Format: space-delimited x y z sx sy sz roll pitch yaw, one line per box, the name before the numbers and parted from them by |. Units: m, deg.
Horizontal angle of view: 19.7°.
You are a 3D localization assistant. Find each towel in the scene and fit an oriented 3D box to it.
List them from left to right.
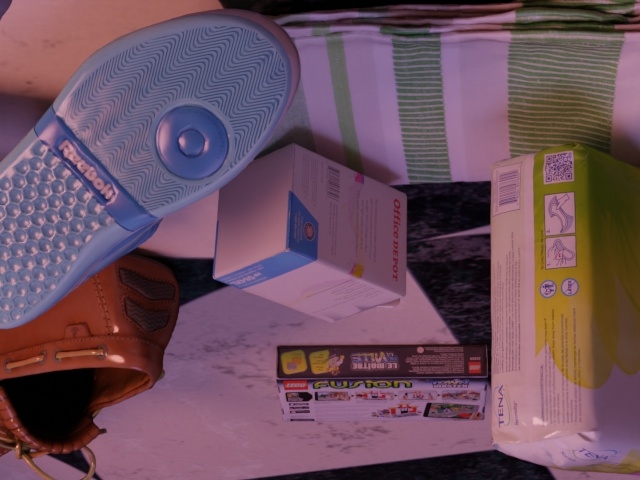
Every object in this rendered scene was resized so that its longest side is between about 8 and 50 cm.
towel | 0.101 -0.100 1.370 0.324 0.038 0.248 -3 153 6

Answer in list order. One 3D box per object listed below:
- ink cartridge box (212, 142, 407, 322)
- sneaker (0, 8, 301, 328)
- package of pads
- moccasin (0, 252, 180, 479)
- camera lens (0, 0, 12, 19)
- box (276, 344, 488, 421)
ink cartridge box | 0.000 0.000 1.441 0.143 0.092 0.090 24 148 -38
sneaker | -0.124 -0.075 1.326 0.319 0.208 0.127 -33 95 24
package of pads | 0.242 0.070 1.420 0.101 0.229 0.296 -10 163 39
moccasin | -0.255 0.143 1.717 0.139 0.147 0.380 23 145 -36
camera lens | -0.312 -0.209 0.976 0.219 0.219 0.274 -19 146 32
box | 0.062 0.143 1.830 0.207 0.036 0.114 0 152 2
